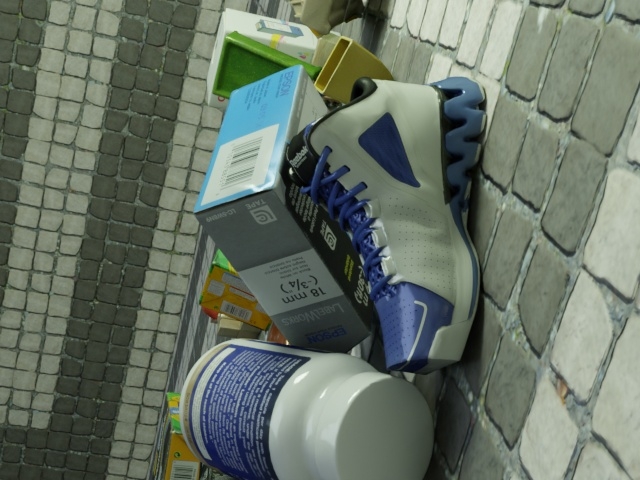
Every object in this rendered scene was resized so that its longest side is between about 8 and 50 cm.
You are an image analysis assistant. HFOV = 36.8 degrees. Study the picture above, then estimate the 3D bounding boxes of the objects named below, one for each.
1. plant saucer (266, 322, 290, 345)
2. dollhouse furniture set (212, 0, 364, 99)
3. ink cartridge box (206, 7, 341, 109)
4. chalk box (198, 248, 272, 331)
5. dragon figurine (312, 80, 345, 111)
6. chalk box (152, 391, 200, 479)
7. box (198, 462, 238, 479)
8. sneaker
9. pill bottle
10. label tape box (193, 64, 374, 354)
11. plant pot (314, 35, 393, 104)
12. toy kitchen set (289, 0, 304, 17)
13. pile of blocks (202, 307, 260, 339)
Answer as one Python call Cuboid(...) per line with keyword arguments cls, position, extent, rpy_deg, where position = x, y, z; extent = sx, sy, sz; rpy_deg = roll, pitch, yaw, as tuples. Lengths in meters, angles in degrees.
Cuboid(cls="plant saucer", position=(-0.064, 0.216, 1.587), extent=(0.200, 0.037, 0.199), rpy_deg=(-171, 90, -78))
Cuboid(cls="dollhouse furniture set", position=(-0.030, -0.360, 1.481), extent=(0.197, 0.151, 0.301), rpy_deg=(-49, -20, -60))
Cuboid(cls="ink cartridge box", position=(-0.081, -0.299, 1.677), extent=(0.093, 0.213, 0.154), rpy_deg=(-97, 21, -53))
Cuboid(cls="chalk box", position=(-0.103, 0.021, 1.644), extent=(0.132, 0.132, 0.213), rpy_deg=(116, 175, -51))
Cuboid(cls="dragon figurine", position=(0.015, -0.152, 1.423), extent=(0.289, 0.085, 0.144), rpy_deg=(-108, 31, -63))
Cuboid(cls="chalk box", position=(-0.207, 0.393, 1.766), extent=(0.289, 0.179, 0.180), rpy_deg=(-140, 60, -77))
Cuboid(cls="box", position=(-0.051, 0.269, 1.150), extent=(0.077, 0.180, 0.147), rpy_deg=(114, 161, -47))
Cuboid(cls="sneaker", position=(0.052, -0.030, 0.936), extent=(0.127, 0.182, 0.315), rpy_deg=(125, 152, -65))
Cuboid(cls="pill bottle", position=(-0.019, 0.185, 0.984), extent=(0.265, 0.153, 0.153), rpy_deg=(0, 79, 53))
Cuboid(cls="label tape box", position=(0.000, 0.000, 1.126), extent=(0.333, 0.106, 0.240), rpy_deg=(57, -154, -33))
Cuboid(cls="plant pot", position=(0.051, -0.221, 1.307), extent=(0.081, 0.083, 0.081), rpy_deg=(-61, 16, 10))
Cuboid(cls="toy kitchen set", position=(-0.001, -0.460, 1.894), extent=(0.083, 0.075, 0.068), rpy_deg=(-49, -52, -39))
Cuboid(cls="pile of blocks", position=(-0.199, 0.124, 2.093), extent=(0.362, 0.113, 0.148), rpy_deg=(-168, 89, -77))
